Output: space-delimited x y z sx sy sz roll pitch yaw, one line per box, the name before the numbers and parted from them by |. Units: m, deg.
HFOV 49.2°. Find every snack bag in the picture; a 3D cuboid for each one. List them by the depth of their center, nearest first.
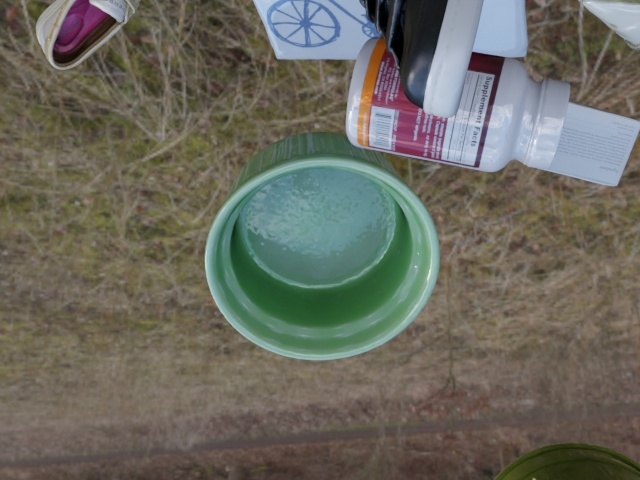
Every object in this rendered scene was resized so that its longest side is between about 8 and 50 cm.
snack bag | 0.047 -0.306 0.725 0.323 0.037 0.342 5 156 19

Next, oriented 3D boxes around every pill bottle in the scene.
pill bottle | 0.102 -0.099 0.525 0.152 0.086 0.086 13 165 11

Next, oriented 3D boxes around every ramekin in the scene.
ramekin | 0.000 0.000 0.960 0.304 0.148 0.303 -1 119 -2

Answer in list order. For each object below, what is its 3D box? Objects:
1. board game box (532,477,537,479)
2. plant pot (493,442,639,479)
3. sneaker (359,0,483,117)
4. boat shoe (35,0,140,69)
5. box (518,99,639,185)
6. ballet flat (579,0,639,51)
board game box | 0.304 0.401 0.793 0.039 0.259 0.124 -25 -164 -12
plant pot | 0.426 0.525 1.048 0.367 0.366 0.353 -5 175 8
sneaker | 0.027 -0.152 0.398 0.121 0.216 0.079 9 140 3
boat shoe | -0.192 -0.219 0.635 0.170 0.059 0.063 -40 141 22
box | 0.419 -0.188 1.231 0.182 0.119 0.181 10 -162 -16
ballet flat | 0.354 -0.297 0.680 0.182 0.164 0.483 -6 172 4
